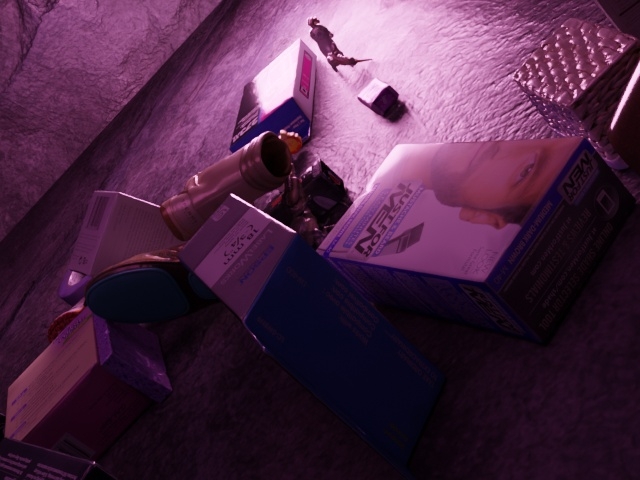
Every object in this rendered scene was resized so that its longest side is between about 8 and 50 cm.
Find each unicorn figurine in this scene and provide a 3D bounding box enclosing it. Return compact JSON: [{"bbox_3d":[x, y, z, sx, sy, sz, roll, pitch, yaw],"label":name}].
[{"bbox_3d":[0.024,-0.372,1.823,0.060,0.162,0.111,-50,-4,6],"label":"unicorn figurine"}]

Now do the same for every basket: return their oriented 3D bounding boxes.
[{"bbox_3d":[0.303,-0.167,1.028,0.113,0.103,0.167,-45,25,7],"label":"basket"}]

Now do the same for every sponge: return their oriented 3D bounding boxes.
[{"bbox_3d":[-0.302,0.175,1.491,0.031,0.117,0.210,-51,24,5],"label":"sponge"}]

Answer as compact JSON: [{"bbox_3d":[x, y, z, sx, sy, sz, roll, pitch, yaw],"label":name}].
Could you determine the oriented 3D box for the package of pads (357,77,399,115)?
[{"bbox_3d":[0.096,-0.242,1.576,0.050,0.032,0.083,-48,24,5],"label":"package of pads"}]

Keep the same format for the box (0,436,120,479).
[{"bbox_3d":[-0.355,0.426,1.118,0.343,0.179,0.312,-8,44,55],"label":"box"}]

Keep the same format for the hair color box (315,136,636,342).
[{"bbox_3d":[0.154,-0.012,1.038,0.185,0.110,0.339,-53,26,-15],"label":"hair color box"}]

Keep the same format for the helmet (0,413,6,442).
[{"bbox_3d":[-0.575,0.390,1.582,0.169,0.169,0.161,-26,15,40],"label":"helmet"}]

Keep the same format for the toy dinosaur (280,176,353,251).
[{"bbox_3d":[0.000,0.000,1.330,0.118,0.064,0.268,-29,40,23],"label":"toy dinosaur"}]

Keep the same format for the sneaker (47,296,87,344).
[{"bbox_3d":[-0.444,0.147,1.838,0.225,0.088,0.092,-40,5,17],"label":"sneaker"}]

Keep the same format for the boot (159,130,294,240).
[{"bbox_3d":[-0.131,-0.101,1.517,0.204,0.095,0.262,-31,5,18],"label":"boot"}]

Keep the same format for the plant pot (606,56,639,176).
[{"bbox_3d":[0.367,-0.143,0.803,0.230,0.215,0.215,-51,19,30],"label":"plant pot"}]

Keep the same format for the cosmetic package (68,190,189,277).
[{"bbox_3d":[-0.317,0.012,1.641,0.151,0.184,0.151,7,78,62],"label":"cosmetic package"}]

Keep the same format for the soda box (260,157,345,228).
[{"bbox_3d":[-0.041,-0.048,1.471,0.169,0.060,0.053,-39,24,19],"label":"soda box"}]

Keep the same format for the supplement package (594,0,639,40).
[{"bbox_3d":[0.354,-0.315,1.075,0.105,0.179,0.105,-38,25,21],"label":"supplement package"}]

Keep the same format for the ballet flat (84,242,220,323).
[{"bbox_3d":[-0.199,0.048,1.453,0.349,0.123,0.123,-13,36,21],"label":"ballet flat"}]

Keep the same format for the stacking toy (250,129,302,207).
[{"bbox_3d":[-0.118,-0.085,1.675,0.221,0.052,0.167,-41,24,21],"label":"stacking toy"}]

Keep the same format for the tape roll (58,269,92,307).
[{"bbox_3d":[-0.456,0.068,1.959,0.189,0.080,0.189,-38,26,22],"label":"tape roll"}]

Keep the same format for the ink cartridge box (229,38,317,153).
[{"bbox_3d":[-0.094,-0.264,1.895,0.176,0.069,0.370,-36,29,24],"label":"ink cartridge box"}]

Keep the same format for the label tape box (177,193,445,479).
[{"bbox_3d":[0.003,0.093,0.963,0.106,0.240,0.334,-48,25,-6],"label":"label tape box"}]

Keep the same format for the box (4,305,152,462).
[{"bbox_3d":[-0.400,0.254,1.535,0.213,0.117,0.243,-47,25,2],"label":"box"}]
